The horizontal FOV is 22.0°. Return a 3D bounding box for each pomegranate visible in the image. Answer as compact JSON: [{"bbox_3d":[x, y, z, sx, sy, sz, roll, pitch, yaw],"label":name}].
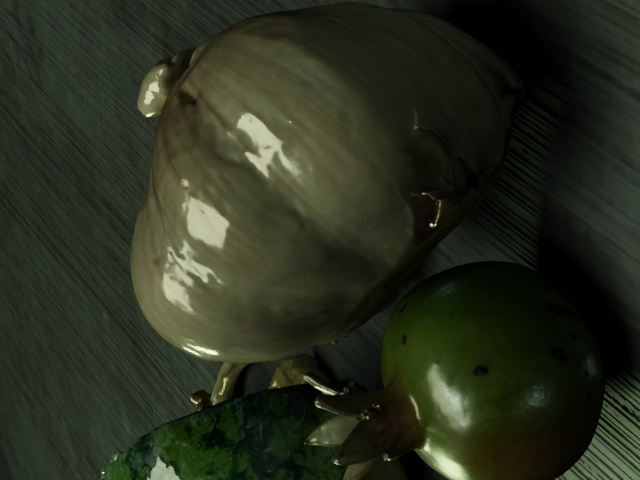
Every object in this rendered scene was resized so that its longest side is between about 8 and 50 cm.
[{"bbox_3d":[0.099,0.114,1.231,0.181,0.224,0.181,59,164,28],"label":"pomegranate"}]

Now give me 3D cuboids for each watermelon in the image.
[{"bbox_3d":[-0.082,0.247,1.607,0.224,0.180,0.305,44,129,-7],"label":"watermelon"}]

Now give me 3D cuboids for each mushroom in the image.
[{"bbox_3d":[-0.114,0.174,1.988,0.060,0.061,0.187,64,154,26],"label":"mushroom"}]

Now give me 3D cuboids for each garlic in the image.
[{"bbox_3d":[-0.004,-0.043,1.222,0.322,0.322,0.241,112,138,-59],"label":"garlic"}]

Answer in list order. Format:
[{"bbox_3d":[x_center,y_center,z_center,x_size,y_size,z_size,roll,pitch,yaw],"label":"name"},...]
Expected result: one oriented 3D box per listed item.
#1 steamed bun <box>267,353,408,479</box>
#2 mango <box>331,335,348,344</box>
[{"bbox_3d":[-0.009,0.274,1.734,0.295,0.137,0.292,68,159,-1],"label":"steamed bun"},{"bbox_3d":[0.000,0.000,1.484,0.252,0.126,0.154,116,149,-50],"label":"mango"}]
